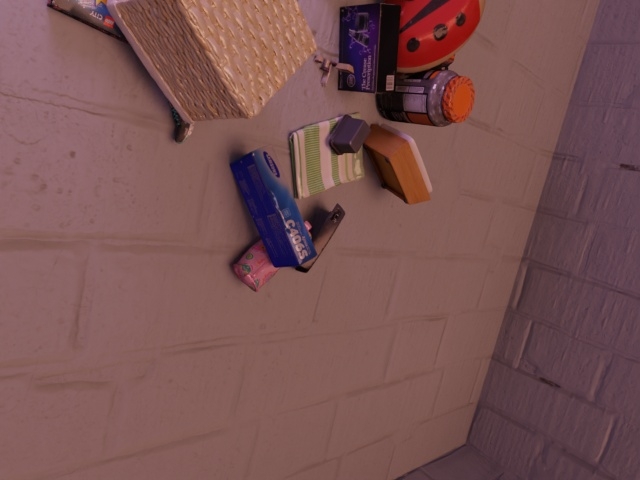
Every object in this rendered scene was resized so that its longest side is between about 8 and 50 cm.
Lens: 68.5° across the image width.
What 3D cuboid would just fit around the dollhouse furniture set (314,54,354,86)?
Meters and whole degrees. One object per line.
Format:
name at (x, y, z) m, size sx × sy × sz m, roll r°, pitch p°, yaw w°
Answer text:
dollhouse furniture set at (0.039, -0.536, 1.512) m, size 0.090 × 0.114 × 0.081 m, roll 8°, pitch 105°, yaw -47°

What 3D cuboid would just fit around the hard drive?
hard drive at (0.000, 0.000, 1.655) m, size 0.255 × 0.054 × 0.172 m, roll -57°, pitch 179°, yaw -12°

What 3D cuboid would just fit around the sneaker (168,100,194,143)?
sneaker at (-0.370, -0.342, 1.245) m, size 0.076 × 0.065 × 0.167 m, roll 15°, pitch 88°, yaw -37°

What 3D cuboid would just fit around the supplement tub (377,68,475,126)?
supplement tub at (0.376, -0.515, 1.691) m, size 0.193 × 0.315 × 0.194 m, roll -18°, pitch 118°, yaw -38°

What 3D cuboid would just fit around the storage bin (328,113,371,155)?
storage bin at (0.109, -0.355, 1.619) m, size 0.098 × 0.091 × 0.135 m, roll 43°, pitch 73°, yaw -43°

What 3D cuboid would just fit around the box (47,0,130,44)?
box at (-0.472, -0.554, 1.070) m, size 0.233 × 0.044 × 0.159 m, roll 14°, pitch 96°, yaw -45°

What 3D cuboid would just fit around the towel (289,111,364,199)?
towel at (0.032, -0.296, 1.651) m, size 0.324 × 0.038 × 0.248 m, roll -24°, pitch 120°, yaw -35°

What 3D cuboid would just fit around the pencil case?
pencil case at (-0.153, 0.037, 1.545) m, size 0.284 × 0.124 × 0.124 m, roll -43°, pitch 130°, yaw -23°

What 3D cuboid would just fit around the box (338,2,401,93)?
box at (0.155, -0.622, 1.535) m, size 0.103 × 0.184 × 0.262 m, roll -15°, pitch 116°, yaw -35°

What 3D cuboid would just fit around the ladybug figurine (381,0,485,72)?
ladybug figurine at (0.365, -0.754, 1.568) m, size 0.449 × 0.162 × 0.305 m, roll -42°, pitch 94°, yaw 1°

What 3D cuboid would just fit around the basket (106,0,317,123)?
basket at (-0.234, -0.500, 1.100) m, size 0.328 × 0.266 × 0.331 m, roll -55°, pitch 135°, yaw -26°

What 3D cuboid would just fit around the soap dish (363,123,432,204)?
soap dish at (0.288, -0.283, 1.775) m, size 0.118 × 0.229 × 0.291 m, roll -38°, pitch 130°, yaw -5°

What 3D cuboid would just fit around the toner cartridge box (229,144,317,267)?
toner cartridge box at (-0.141, -0.092, 1.393) m, size 0.075 × 0.165 × 0.348 m, roll -28°, pitch 101°, yaw -33°

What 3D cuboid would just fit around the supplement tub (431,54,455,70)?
supplement tub at (0.480, -0.761, 1.843) m, size 0.106 × 0.106 × 0.198 m, roll -7°, pitch 111°, yaw -41°
